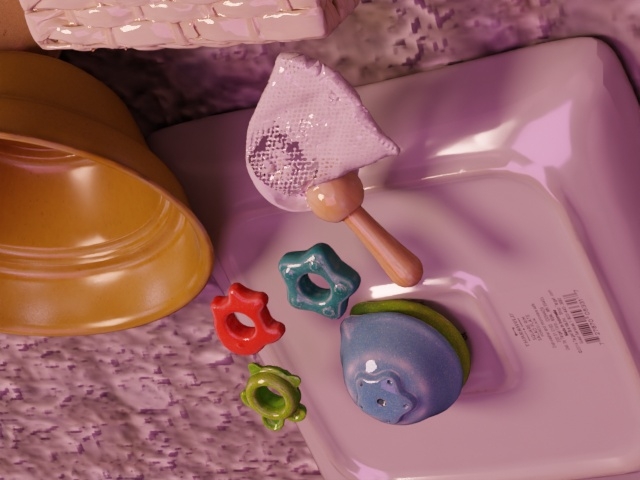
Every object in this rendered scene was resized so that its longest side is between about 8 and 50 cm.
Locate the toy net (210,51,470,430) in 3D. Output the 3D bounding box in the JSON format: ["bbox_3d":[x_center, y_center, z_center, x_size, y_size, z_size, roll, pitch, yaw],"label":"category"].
[{"bbox_3d":[0.000,0.000,0.967,0.122,0.045,0.232,5,126,24],"label":"toy net"}]

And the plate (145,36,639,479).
[{"bbox_3d":[0.068,0.041,1.027,0.278,0.045,0.277,-10,121,30],"label":"plate"}]

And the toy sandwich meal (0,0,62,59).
[{"bbox_3d":[-0.169,-0.121,1.016,0.085,0.029,0.085,10,130,13],"label":"toy sandwich meal"}]

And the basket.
[{"bbox_3d":[-0.059,-0.153,0.887,0.167,0.103,0.113,1,126,25],"label":"basket"}]

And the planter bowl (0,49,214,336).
[{"bbox_3d":[-0.160,-0.036,1.015,0.217,0.090,0.217,3,151,2],"label":"planter bowl"}]
